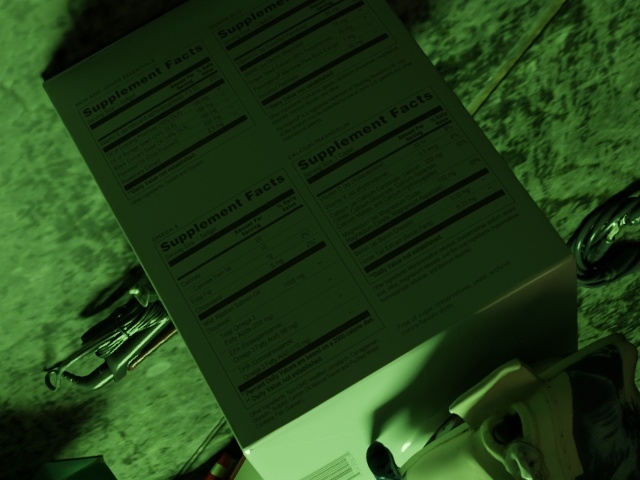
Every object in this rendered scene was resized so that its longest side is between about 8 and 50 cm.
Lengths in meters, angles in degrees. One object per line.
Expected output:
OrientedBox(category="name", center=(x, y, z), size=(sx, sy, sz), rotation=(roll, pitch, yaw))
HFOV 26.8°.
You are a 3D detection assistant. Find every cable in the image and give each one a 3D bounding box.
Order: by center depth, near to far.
OrientedBox(category="cable", center=(0.328, 0.003, 1.380), size=(0.150, 0.047, 0.184), rotation=(-40, 152, 14))

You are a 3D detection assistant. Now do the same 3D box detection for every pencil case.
OrientedBox(category="pencil case", center=(0.179, 0.249, 0.657), size=(0.160, 0.410, 0.183), rotation=(-34, 160, 21))

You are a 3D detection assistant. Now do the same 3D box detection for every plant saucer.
OrientedBox(category="plant saucer", center=(-0.267, 0.261, 1.221), size=(0.067, 0.018, 0.192), rotation=(3, 137, -48))

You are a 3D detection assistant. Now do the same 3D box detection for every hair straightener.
OrientedBox(category="hair straightener", center=(-0.124, 0.042, 0.995), size=(0.230, 0.047, 0.089), rotation=(-35, 153, 14))

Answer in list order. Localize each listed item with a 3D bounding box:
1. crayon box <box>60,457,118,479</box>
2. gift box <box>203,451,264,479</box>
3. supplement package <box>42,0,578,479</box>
OrientedBox(category="crayon box", center=(-0.302, 0.302, 1.031), size=(0.202, 0.081, 0.318), rotation=(-45, 167, 36))
OrientedBox(category="gift box", center=(0.001, 0.334, 1.338), size=(0.276, 0.258, 0.255), rotation=(-56, 149, 2))
OrientedBox(category="supplement package", center=(0.000, 0.000, 0.803), size=(0.198, 0.262, 0.199), rotation=(-30, 152, -4))
